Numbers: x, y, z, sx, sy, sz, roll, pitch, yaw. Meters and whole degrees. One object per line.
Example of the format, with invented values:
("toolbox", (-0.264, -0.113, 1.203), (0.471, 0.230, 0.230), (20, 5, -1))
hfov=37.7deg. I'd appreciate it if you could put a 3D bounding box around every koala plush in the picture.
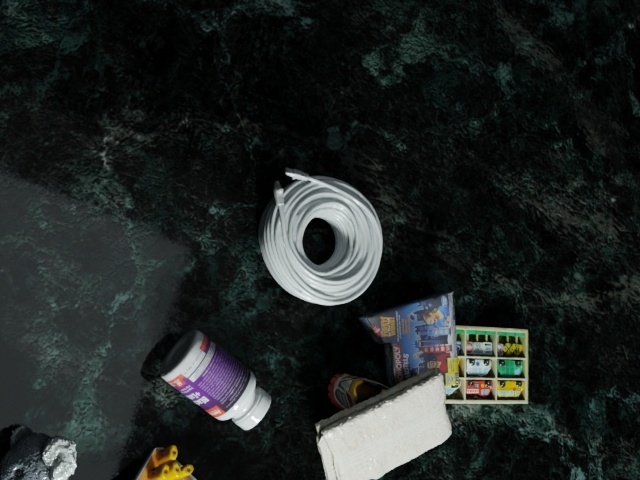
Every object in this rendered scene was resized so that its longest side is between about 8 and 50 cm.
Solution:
("koala plush", (-0.461, 0.412, 1.503), (0.203, 0.196, 0.221), (12, 77, -39))

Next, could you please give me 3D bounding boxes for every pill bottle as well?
("pill bottle", (-0.187, 0.259, 1.708), (0.193, 0.108, 0.108), (41, 66, -18))

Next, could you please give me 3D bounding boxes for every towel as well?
("towel", (0.127, 0.371, 1.825), (0.282, 0.049, 0.187), (-24, 129, -14))

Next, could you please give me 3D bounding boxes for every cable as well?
("cable", (0.000, 0.000, 1.858), (0.257, 0.089, 0.257), (10, 80, -28))

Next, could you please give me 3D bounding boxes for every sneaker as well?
("sneaker", (0.124, 0.337, 1.878), (0.225, 0.093, 0.088), (27, 71, -24))

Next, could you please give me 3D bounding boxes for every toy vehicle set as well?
("toy vehicle set", (0.338, 0.270, 2.038), (0.267, 0.035, 0.166), (5, 81, -28))

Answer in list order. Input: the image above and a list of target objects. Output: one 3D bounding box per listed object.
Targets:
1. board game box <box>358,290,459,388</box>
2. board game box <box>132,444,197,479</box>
("board game box", (0.179, 0.204, 1.922), (0.194, 0.060, 0.194), (-1, 85, -14))
("board game box", (-0.217, 0.605, 1.580), (0.390, 0.050, 0.390), (48, 36, -15))
